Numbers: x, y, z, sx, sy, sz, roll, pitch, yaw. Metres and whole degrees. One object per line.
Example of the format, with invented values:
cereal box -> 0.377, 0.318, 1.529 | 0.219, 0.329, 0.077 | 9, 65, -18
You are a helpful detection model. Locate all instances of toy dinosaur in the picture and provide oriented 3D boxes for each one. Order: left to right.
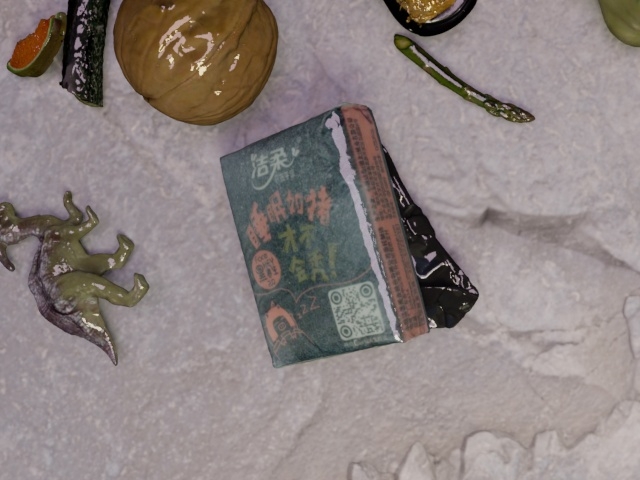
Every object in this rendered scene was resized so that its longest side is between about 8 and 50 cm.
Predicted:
toy dinosaur -> -0.360, 0.038, 1.252 | 0.162, 0.077, 0.294 | -43, 70, 7

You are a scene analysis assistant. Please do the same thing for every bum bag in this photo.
bum bag -> 0.093, -0.005, 1.202 | 0.137, 0.074, 0.310 | -35, 78, 19

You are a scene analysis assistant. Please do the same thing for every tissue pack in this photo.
tissue pack -> 0.000, 0.000, 1.156 | 0.228, 0.103, 0.315 | -17, 87, 35

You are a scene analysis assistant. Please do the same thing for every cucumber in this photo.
cucumber -> -0.345, -0.322, 1.268 | 0.067, 0.067, 0.245 | 4, 87, 6

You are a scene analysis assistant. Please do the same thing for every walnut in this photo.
walnut -> -0.169, -0.274, 1.179 | 0.228, 0.228, 0.227 | 0, 88, 6

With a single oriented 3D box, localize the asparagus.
asparagus -> 0.198, -0.225, 1.221 | 0.236, 0.027, 0.034 | 34, 103, 7

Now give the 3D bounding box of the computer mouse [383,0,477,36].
computer mouse -> 0.120, -0.395, 1.202 | 0.137, 0.096, 0.233 | -35, 96, 13

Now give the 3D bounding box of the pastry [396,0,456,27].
pastry -> 0.116, -0.355, 1.134 | 0.080, 0.056, 0.140 | -32, 102, 20

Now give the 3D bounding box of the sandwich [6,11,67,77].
sandwich -> -0.418, -0.280, 1.265 | 0.135, 0.029, 0.067 | -31, 61, 33

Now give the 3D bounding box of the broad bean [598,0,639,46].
broad bean -> 0.433, -0.399, 1.157 | 0.189, 0.121, 0.263 | -20, 84, 4
